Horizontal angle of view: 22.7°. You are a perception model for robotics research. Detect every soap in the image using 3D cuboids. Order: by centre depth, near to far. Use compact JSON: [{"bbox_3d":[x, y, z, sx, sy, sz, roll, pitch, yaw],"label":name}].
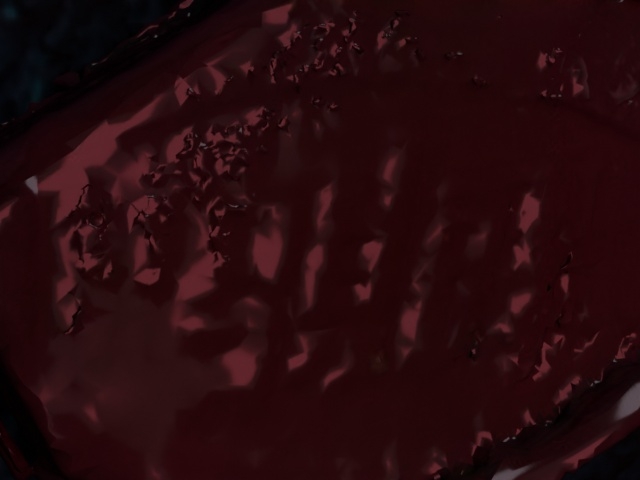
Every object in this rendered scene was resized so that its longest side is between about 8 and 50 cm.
[{"bbox_3d":[0.000,0.000,0.522,0.289,0.112,0.182,0,93,-27],"label":"soap"}]
